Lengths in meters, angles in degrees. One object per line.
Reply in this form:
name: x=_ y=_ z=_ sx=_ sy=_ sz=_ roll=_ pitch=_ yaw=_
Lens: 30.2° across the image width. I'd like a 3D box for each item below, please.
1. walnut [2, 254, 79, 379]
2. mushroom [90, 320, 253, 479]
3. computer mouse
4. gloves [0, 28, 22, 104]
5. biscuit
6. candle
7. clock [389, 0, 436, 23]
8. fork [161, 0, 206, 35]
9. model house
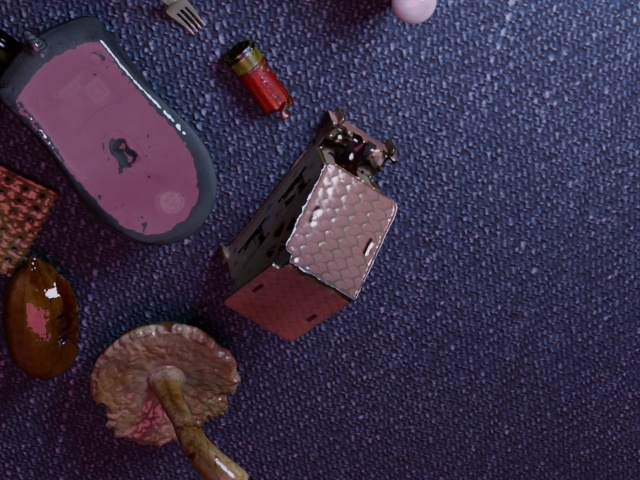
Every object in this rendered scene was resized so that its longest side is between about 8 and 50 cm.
walnut: x=-0.428 y=0.118 z=1.816 sx=0.116 sy=0.116 sz=0.207 roll=-6 pitch=110 yaw=-4
mushroom: x=-0.203 y=0.241 z=1.815 sx=0.233 sy=0.302 sz=0.208 roll=43 pitch=71 yaw=-36
computer mouse: x=-0.299 y=-0.156 z=1.685 sx=0.188 sy=0.122 sz=0.371 roll=-38 pitch=115 yaw=-1
gloves: x=-0.504 y=-0.176 z=1.657 sx=0.107 sy=0.135 sz=0.268 roll=25 pitch=95 yaw=26
biscuit: x=-0.493 y=-0.021 z=1.785 sx=0.144 sy=0.016 sz=0.203 roll=26 pitch=109 yaw=-18
candle: x=-0.083 y=-0.227 z=1.720 sx=0.052 sy=0.052 sz=0.130 roll=-34 pitch=116 yaw=9
clock: x=0.084 y=-0.494 z=1.546 sx=0.326 sy=0.184 sz=0.342 roll=35 pitch=102 yaw=-17
fork: x=-0.227 y=-0.340 z=1.607 sx=0.034 sy=0.028 sz=0.219 roll=-31 pitch=152 yaw=15
model house: x=0.000 y=0.000 z=1.737 sx=0.169 sy=0.244 sz=0.326 roll=34 pitch=106 yaw=-19
